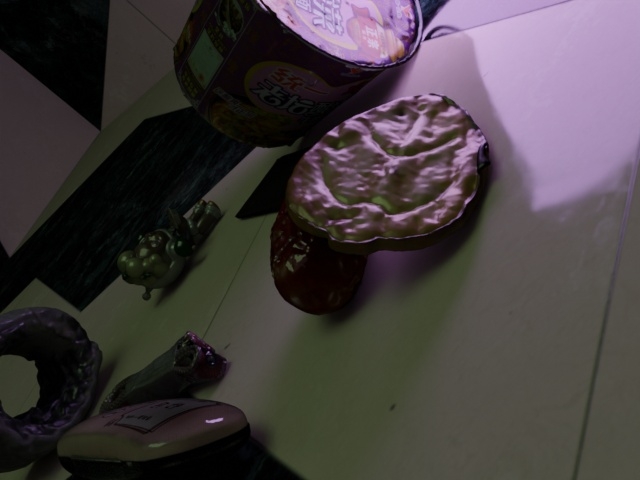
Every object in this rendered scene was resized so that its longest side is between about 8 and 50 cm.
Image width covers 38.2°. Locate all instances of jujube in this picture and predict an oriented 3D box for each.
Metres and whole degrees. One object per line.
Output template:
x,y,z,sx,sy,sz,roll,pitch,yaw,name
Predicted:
0.000,0.000,0.986,0.176,0.109,0.112,-78,1,-48,jujube

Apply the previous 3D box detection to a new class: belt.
-0.200,0.177,1.161,0.232,0.053,0.071,-33,26,39,belt

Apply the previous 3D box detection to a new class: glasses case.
-0.185,0.213,0.981,0.122,0.075,0.314,-16,-1,-35,glasses case

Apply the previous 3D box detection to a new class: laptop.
-0.053,-0.094,1.384,0.135,0.016,0.197,-56,22,-21,laptop

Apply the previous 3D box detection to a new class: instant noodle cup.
-0.058,-0.315,1.380,0.266,0.340,0.340,-41,21,43,instant noodle cup

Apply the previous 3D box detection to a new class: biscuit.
0.077,-0.074,0.944,0.203,0.041,0.260,5,42,26,biscuit

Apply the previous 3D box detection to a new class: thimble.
-0.456,0.221,1.388,0.157,0.217,0.245,-27,14,38,thimble

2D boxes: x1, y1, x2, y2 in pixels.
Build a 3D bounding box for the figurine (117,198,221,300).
-0.246,0.002,1.499,0.147,0.093,0.197,7,56,47,figurine
